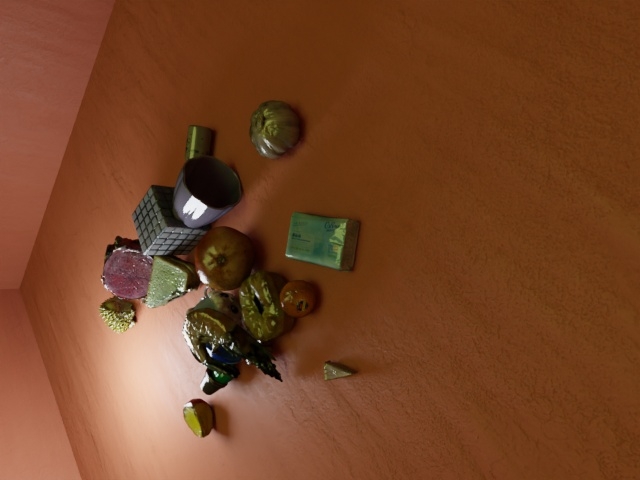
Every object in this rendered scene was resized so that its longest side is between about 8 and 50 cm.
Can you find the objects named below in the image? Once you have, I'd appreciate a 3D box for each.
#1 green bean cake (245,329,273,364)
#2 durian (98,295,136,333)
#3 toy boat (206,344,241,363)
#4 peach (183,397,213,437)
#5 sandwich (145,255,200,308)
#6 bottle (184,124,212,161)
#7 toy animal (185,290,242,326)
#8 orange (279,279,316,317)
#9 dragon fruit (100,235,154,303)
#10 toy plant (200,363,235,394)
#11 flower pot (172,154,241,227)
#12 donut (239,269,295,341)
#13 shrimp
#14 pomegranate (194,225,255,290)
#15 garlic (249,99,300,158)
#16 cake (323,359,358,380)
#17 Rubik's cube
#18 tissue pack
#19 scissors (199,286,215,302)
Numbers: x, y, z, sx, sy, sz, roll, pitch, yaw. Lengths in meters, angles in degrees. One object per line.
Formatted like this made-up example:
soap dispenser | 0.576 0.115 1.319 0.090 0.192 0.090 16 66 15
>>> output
green bean cake | -0.254 0.410 1.814 0.135 0.056 0.135 -38 64 32
durian | -1.096 0.406 2.502 0.306 0.166 0.172 6 122 46
toy boat | -0.433 0.438 1.939 0.295 0.088 0.129 25 64 36
peach | -0.525 0.773 2.011 0.172 0.092 0.127 47 123 19
sandwich | -0.688 0.216 2.130 0.254 0.099 0.288 23 106 22
bottle | -0.556 -0.396 2.075 0.110 0.110 0.233 12 96 40
toy animal | -0.433 0.301 1.877 0.204 0.156 0.208 -40 62 0
orange | -0.081 0.203 1.629 0.135 0.135 0.117 -64 30 19
dragon fruit | -0.915 0.109 2.290 0.263 0.296 0.314 -120 45 -67
toy plant | -0.422 0.554 1.931 0.200 0.105 0.143 -48 37 6
flower pot | -0.504 -0.190 1.937 0.243 0.265 0.265 -35 66 42
donut | -0.205 0.244 1.732 0.208 0.128 0.261 -27 71 38
shrimp | -0.340 0.432 1.742 0.445 0.085 0.272 30 117 6
pomegranate | -0.378 0.068 1.834 0.270 0.229 0.252 -126 45 -81
garlic | -0.183 -0.422 1.729 0.228 0.152 0.228 5 97 38
cake | 0.071 0.447 1.539 0.121 0.052 0.065 3 85 40
Rubik's cube | -0.682 -0.085 2.085 0.238 0.237 0.237 -41 64 33
tissue pack | 0.000 0.000 1.593 0.263 0.089 0.177 11 93 40
scissors | -0.451 0.302 2.004 0.242 0.030 0.118 36 107 34
